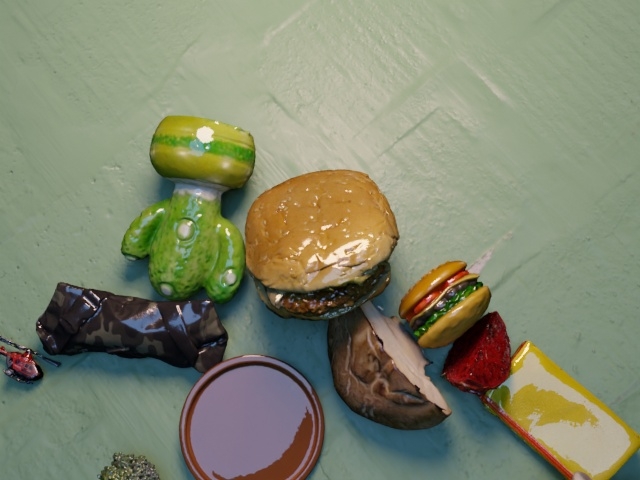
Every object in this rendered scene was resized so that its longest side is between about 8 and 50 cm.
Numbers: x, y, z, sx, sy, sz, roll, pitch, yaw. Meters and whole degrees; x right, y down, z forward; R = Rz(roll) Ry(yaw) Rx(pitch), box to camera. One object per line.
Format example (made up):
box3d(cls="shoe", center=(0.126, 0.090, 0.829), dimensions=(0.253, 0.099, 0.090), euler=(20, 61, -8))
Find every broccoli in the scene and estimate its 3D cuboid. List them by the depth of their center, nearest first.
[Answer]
box3d(cls="broccoli", center=(-0.361, 0.438, 1.087), dimensions=(0.204, 0.122, 0.118), euler=(-27, 35, 13))

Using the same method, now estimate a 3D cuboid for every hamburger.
box3d(cls="hamburger", center=(0.001, -0.001, 1.086), dimensions=(0.259, 0.145, 0.283), euler=(-16, 47, -7))
box3d(cls="hamburger", center=(0.209, 0.108, 1.105), dimensions=(0.162, 0.162, 0.115), euler=(-38, 76, -6))

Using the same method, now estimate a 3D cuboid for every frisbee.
box3d(cls="frisbee", center=(-0.117, 0.323, 1.124), dimensions=(0.250, 0.021, 0.251), euler=(0, 83, -2))

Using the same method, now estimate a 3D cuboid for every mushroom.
box3d(cls="mushroom", center=(0.086, 0.210, 1.113), dimensions=(0.151, 0.156, 0.286), euler=(-40, 75, 21))

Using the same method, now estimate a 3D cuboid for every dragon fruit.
box3d(cls="dragon fruit", center=(0.268, 0.210, 1.114), dimensions=(0.083, 0.106, 0.162), euler=(39, 50, -12))

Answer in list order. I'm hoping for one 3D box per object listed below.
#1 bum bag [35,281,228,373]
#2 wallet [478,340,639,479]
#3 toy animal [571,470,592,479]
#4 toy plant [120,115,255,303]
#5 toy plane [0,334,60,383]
box3d(cls="bum bag", center=(-0.328, 0.150, 1.141), dimensions=(0.340, 0.095, 0.144), euler=(6, 108, 3))
box3d(cls="wallet", center=(0.399, 0.300, 1.108), dimensions=(0.241, 0.067, 0.141), euler=(42, 87, 14))
box3d(cls="toy animal", center=(0.484, 0.472, 0.977), dimensions=(0.325, 0.154, 0.209), euler=(19, 64, -18))
box3d(cls="toy plant", center=(-0.230, -0.048, 1.155), dimensions=(0.224, 0.184, 0.316), euler=(9, 87, 0))
box3d(cls="toy plane", center=(-0.544, 0.212, 1.170), dimensions=(0.145, 0.037, 0.060), euler=(27, 76, 6))
